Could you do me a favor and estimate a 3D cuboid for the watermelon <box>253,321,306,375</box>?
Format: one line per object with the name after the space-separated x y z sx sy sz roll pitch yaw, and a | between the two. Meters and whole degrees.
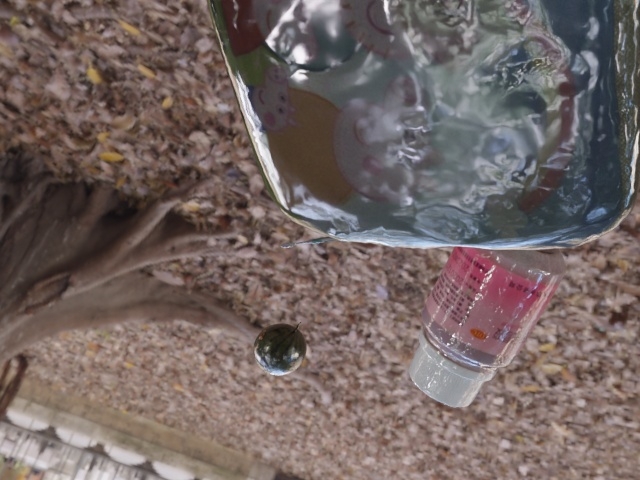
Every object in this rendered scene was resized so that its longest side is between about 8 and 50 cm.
-0.075 0.212 1.442 0.105 0.105 0.133 32 111 -25 | watermelon

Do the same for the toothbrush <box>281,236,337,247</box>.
0.000 0.000 1.493 0.167 0.011 0.014 -8 171 4 | toothbrush

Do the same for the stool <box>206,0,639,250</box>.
0.099 -0.175 0.555 0.310 0.226 0.310 5 121 30 | stool

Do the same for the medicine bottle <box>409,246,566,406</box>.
0.214 0.097 0.952 0.147 0.147 0.247 21 111 -4 | medicine bottle
